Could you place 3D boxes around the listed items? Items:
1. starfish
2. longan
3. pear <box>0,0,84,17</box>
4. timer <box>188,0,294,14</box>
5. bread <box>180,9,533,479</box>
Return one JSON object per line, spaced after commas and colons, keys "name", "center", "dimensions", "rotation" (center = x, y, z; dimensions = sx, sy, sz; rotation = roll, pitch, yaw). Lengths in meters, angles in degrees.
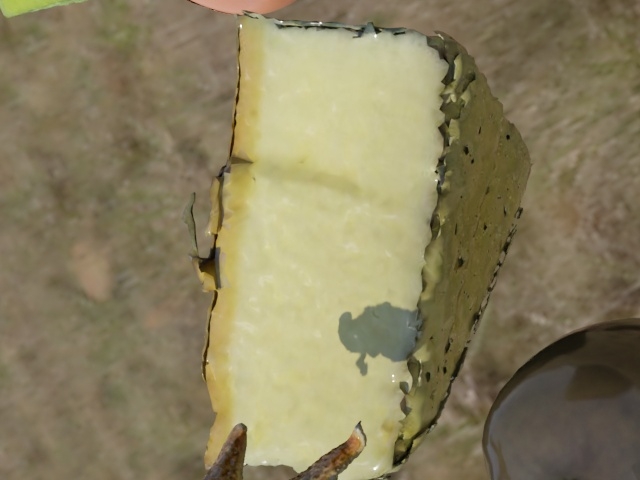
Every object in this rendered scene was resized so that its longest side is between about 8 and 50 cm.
{"name": "starfish", "center": [-0.071, 0.227, 1.191], "dimensions": [0.138, 0.247, 0.050], "rotation": [-2, 133, 41]}
{"name": "longan", "center": [0.204, 0.137, 1.129], "dimensions": [0.189, 0.189, 0.189], "rotation": [48, 155, 31]}
{"name": "pear", "center": [-0.040, -0.233, 0.960], "dimensions": [0.292, 0.292, 0.159], "rotation": [10, 112, 64]}
{"name": "timer", "center": [-0.082, -0.358, 1.763], "dimensions": [0.229, 0.215, 0.229], "rotation": [17, 165, 4]}
{"name": "bread", "center": [0.000, 0.000, 1.351], "dimensions": [0.248, 0.315, 0.279], "rotation": [8, 147, 29]}
